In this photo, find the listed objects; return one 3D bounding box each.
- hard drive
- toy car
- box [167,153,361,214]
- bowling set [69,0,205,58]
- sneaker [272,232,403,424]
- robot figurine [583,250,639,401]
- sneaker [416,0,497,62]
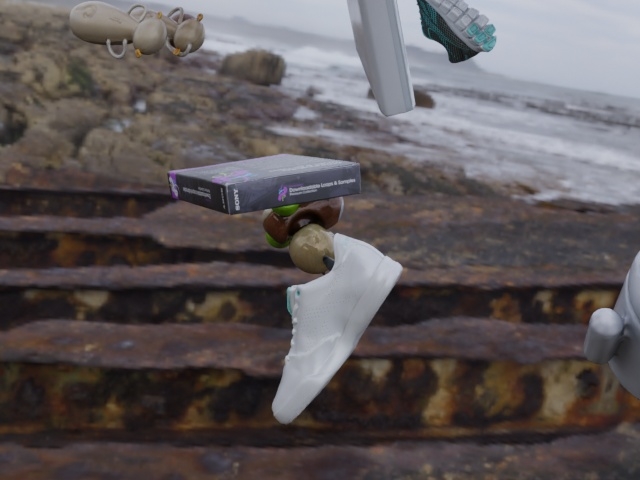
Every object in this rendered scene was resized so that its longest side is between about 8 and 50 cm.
[{"bbox_3d":[0.046,-0.356,1.069,0.047,0.353,0.233,-13,34,2],"label":"hard drive"},{"bbox_3d":[0.000,0.000,1.525,0.149,0.188,0.155,-25,-21,-17],"label":"toy car"},{"bbox_3d":[-0.053,-0.050,0.761,0.116,0.029,0.162,-11,11,-23],"label":"box"},{"bbox_3d":[-0.176,-0.333,1.201,0.154,0.287,0.200,20,-11,31],"label":"bowling set"},{"bbox_3d":[-0.005,0.090,0.940,0.094,0.212,0.080,33,10,6],"label":"sneaker"},{"bbox_3d":[0.511,0.109,1.233,0.300,0.353,0.199,-14,57,-4],"label":"robot figurine"},{"bbox_3d":[0.150,-0.296,1.160,0.065,0.166,0.076,-46,9,-37],"label":"sneaker"}]
